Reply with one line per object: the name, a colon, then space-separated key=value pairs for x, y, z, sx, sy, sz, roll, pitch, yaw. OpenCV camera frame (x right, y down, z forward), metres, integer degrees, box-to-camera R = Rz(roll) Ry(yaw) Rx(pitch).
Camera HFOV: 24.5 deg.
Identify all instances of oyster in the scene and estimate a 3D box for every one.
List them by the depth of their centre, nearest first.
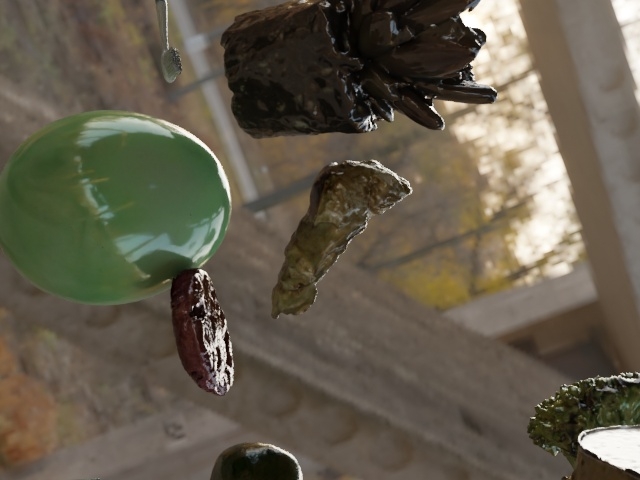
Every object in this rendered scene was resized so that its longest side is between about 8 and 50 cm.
oyster: x=0.005 y=-0.011 z=1.848 sx=0.107 sy=0.232 sz=0.161 roll=39 pitch=14 yaw=-13

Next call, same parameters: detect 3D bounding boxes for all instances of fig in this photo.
fig: x=-0.087 y=0.322 z=1.753 sx=0.117 sy=0.117 sz=0.177 roll=69 pitch=30 yaw=-43

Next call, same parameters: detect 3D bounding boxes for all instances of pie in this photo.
pie: x=-0.130 y=0.103 z=1.623 sx=0.153 sy=0.038 sz=0.153 roll=-12 pitch=90 yaw=-84

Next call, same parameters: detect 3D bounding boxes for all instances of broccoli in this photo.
broccoli: x=0.392 y=0.309 z=2.060 sx=0.242 sy=0.273 sz=0.180 roll=27 pitch=-3 yaw=-17

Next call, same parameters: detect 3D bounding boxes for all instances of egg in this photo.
egg: x=-0.233 y=-0.038 z=1.663 sx=0.220 sy=0.270 sz=0.220 roll=30 pitch=-55 yaw=57

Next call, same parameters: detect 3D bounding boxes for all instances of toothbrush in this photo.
toothbrush: x=-0.206 y=-0.322 z=1.895 sx=0.019 sy=0.025 sz=0.275 roll=10 pitch=56 yaw=-36

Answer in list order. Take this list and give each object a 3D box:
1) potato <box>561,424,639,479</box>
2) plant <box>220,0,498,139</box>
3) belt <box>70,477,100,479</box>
potato: x=0.406 y=0.316 z=1.555 sx=0.300 sy=0.247 sz=0.196 roll=12 pitch=-76 yaw=64
plant: x=0.050 y=-0.225 z=1.729 sx=0.181 sy=0.321 sz=0.194 roll=-57 pitch=136 yaw=-65
belt: x=-0.312 y=0.440 z=1.969 sx=0.258 sy=0.207 sz=0.150 roll=30 pitch=-20 yaw=12
